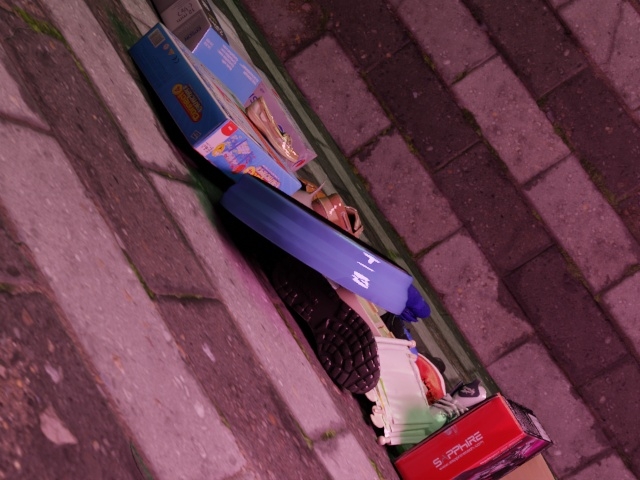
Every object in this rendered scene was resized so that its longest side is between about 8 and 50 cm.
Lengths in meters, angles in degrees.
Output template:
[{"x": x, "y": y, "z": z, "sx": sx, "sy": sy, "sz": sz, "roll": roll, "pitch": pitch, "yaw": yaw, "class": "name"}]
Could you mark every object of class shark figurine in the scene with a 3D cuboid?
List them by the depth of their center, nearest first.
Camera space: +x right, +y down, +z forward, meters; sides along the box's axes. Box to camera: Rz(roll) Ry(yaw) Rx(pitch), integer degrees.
[{"x": -0.044, "y": -0.116, "z": 2.230, "sx": 0.166, "sy": 0.116, "sz": 0.278, "roll": 46, "pitch": 8, "yaw": -22, "class": "shark figurine"}]

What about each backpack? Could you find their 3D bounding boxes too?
[{"x": 0.164, "y": 0.232, "z": 2.197, "sx": 0.101, "sy": 0.098, "sz": 0.120, "roll": 47, "pitch": 12, "yaw": -49, "class": "backpack"}]

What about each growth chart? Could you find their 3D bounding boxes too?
[{"x": 0.140, "y": 0.277, "z": 1.861, "sx": 0.172, "sy": 0.021, "sz": 0.237, "roll": 16, "pitch": 49, "yaw": -36, "class": "growth chart"}]

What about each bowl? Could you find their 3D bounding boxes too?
[{"x": 0.000, "y": 0.000, "z": 1.815, "sx": 0.391, "sy": 0.077, "sz": 0.391, "roll": 32, "pitch": 3, "yaw": -2, "class": "bowl"}]

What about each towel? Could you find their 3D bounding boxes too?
[{"x": 0.127, "y": 0.107, "z": 2.304, "sx": 0.228, "sy": 0.076, "sz": 0.308, "roll": 27, "pitch": -7, "yaw": 21, "class": "towel"}]

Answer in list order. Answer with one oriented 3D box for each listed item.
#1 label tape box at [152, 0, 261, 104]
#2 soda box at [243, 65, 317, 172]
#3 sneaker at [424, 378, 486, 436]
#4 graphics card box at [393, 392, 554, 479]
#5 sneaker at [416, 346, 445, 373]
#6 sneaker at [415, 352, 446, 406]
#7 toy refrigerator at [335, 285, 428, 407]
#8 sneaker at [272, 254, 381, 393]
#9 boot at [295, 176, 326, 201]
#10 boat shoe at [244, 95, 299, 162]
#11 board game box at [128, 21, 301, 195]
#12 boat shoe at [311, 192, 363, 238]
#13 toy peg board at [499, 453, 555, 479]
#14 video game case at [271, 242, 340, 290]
[{"x": -0.263, "y": -0.468, "z": 2.448, "sx": 0.249, "sy": 0.115, "sz": 0.347, "roll": 41, "pitch": 16, "yaw": -55, "class": "label tape box"}, {"x": -0.130, "y": -0.316, "z": 2.614, "sx": 0.286, "sy": 0.098, "sz": 0.091, "roll": 57, "pitch": 11, "yaw": 15, "class": "soda box"}, {"x": 0.273, "y": 0.345, "z": 2.074, "sx": 0.235, "sy": 0.153, "sz": 0.094, "roll": 29, "pitch": 4, "yaw": -42, "class": "sneaker"}, {"x": 0.302, "y": 0.403, "z": 1.895, "sx": 0.094, "sy": 0.233, "sz": 0.371, "roll": 58, "pitch": 9, "yaw": 22, "class": "graphics card box"}, {"x": 0.287, "y": 0.335, "z": 2.591, "sx": 0.170, "sy": 0.051, "sz": 0.089, "roll": 39, "pitch": 18, "yaw": -43, "class": "sneaker"}, {"x": 0.242, "y": 0.348, "z": 2.227, "sx": 0.221, "sy": 0.087, "sz": 0.128, "roll": 56, "pitch": 9, "yaw": 9, "class": "sneaker"}, {"x": 0.105, "y": 0.214, "z": 1.990, "sx": 0.269, "sy": 0.094, "sz": 0.102, "roll": 56, "pitch": 10, "yaw": 9, "class": "toy refrigerator"}, {"x": 0.027, "y": 0.150, "z": 1.822, "sx": 0.283, "sy": 0.107, "sz": 0.124, "roll": 57, "pitch": 5, "yaw": 13, "class": "sneaker"}, {"x": -0.001, "y": -0.080, "z": 2.527, "sx": 0.197, "sy": 0.073, "sz": 0.152, "roll": 44, "pitch": 5, "yaw": 25, "class": "boot"}, {"x": -0.091, "y": -0.226, "z": 2.045, "sx": 0.153, "sy": 0.048, "sz": 0.056, "roll": 49, "pitch": 7, "yaw": -8, "class": "boat shoe"}, {"x": -0.205, "y": -0.239, "z": 1.959, "sx": 0.308, "sy": 0.086, "sz": 0.302, "roll": 55, "pitch": 8, "yaw": 33, "class": "board game box"}, {"x": 0.051, "y": -0.019, "z": 2.396, "sx": 0.123, "sy": 0.116, "sz": 0.324, "roll": 60, "pitch": 4, "yaw": 23, "class": "boat shoe"}, {"x": 0.467, "y": 0.589, "z": 2.325, "sx": 0.161, "sy": 0.161, "sz": 0.079, "roll": -110, "pitch": 178, "yaw": -56, "class": "toy peg board"}, {"x": -0.054, "y": 0.009, "z": 2.120, "sx": 0.196, "sy": 0.026, "sz": 0.274, "roll": 59, "pitch": 10, "yaw": 24, "class": "video game case"}]
